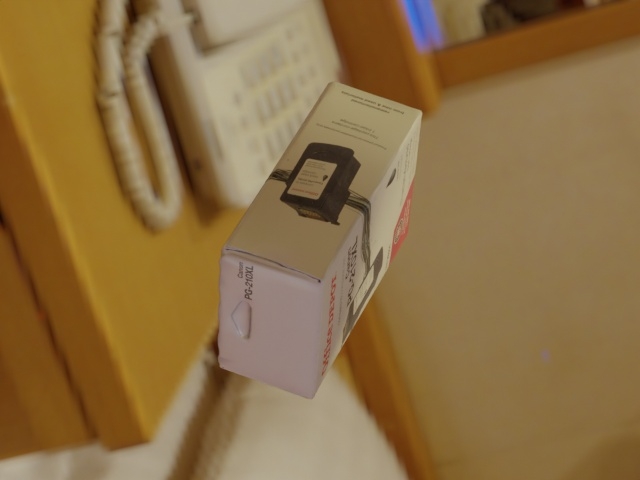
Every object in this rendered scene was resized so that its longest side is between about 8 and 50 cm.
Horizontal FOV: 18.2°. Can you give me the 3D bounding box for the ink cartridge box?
[{"bbox_3d":[0.000,0.000,1.821,0.172,0.100,0.237,94,21,-47],"label":"ink cartridge box"}]
